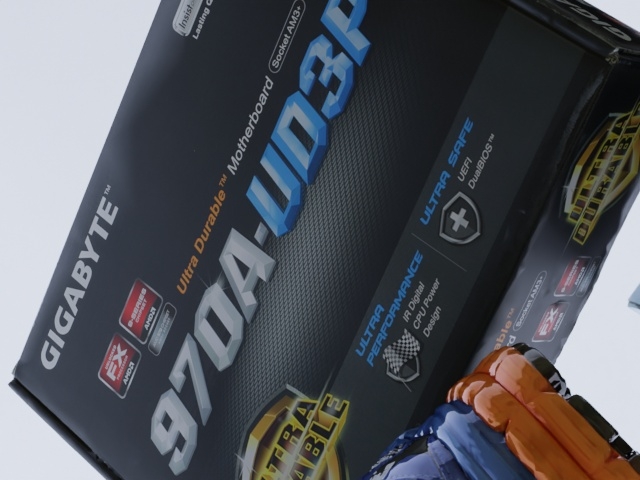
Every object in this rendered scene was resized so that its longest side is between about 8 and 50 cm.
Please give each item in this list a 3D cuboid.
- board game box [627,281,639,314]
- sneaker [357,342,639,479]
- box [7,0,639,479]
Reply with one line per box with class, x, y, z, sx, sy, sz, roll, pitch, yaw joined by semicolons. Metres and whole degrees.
board game box;0.246;-0.044;0.568;0.144;0.142;0.275;37;-95;-20
sneaker;0.020;0.092;0.481;0.087;0.221;0.083;-36;-107;-15
box;0.000;0.000;0.634;0.175;0.220;0.051;37;-158;35
